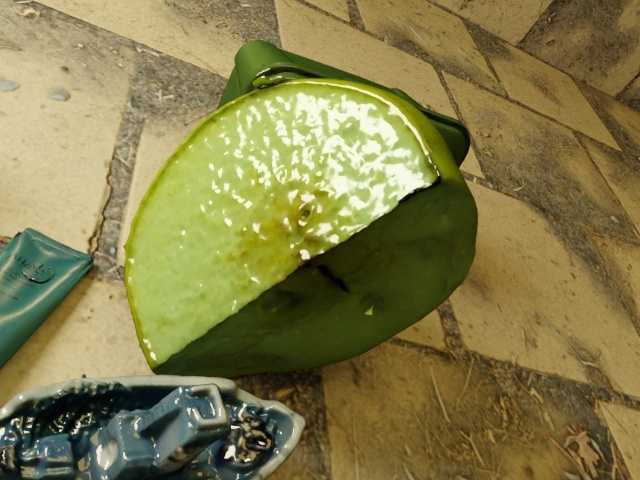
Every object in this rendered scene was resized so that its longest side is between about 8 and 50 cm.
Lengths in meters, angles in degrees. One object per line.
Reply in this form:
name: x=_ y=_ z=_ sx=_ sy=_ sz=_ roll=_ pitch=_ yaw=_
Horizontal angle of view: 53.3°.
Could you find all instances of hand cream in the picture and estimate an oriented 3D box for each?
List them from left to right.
hand cream: x=-0.291 y=0.063 z=0.597 sx=0.083 sy=0.048 sz=0.224 roll=25 pitch=32 yaw=-10

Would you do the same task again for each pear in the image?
pear: x=0.000 y=0.000 z=0.694 sx=0.318 sy=0.343 sz=0.238 roll=31 pitch=30 yaw=-57

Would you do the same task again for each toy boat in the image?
toy boat: x=-0.144 y=0.164 z=0.512 sx=0.309 sy=0.142 sz=0.129 roll=6 pitch=48 yaw=-36

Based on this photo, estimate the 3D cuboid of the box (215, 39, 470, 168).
box: x=0.002 y=-0.119 z=0.867 sx=0.329 sy=0.252 sz=0.177 roll=11 pitch=34 yaw=-32
